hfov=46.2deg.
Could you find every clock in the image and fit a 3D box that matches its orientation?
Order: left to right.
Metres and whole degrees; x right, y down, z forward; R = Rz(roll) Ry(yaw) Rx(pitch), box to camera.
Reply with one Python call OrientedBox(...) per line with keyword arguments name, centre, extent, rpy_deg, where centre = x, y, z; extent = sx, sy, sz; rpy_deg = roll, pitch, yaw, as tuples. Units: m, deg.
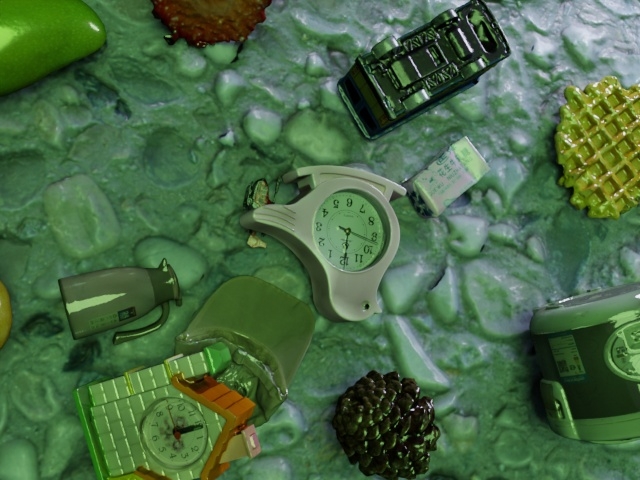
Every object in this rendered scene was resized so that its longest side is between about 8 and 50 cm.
OrientedBox(name="clock", centre=(-0.237, 0.300, 1.204), extent=(0.255, 0.106, 0.220), rpy_deg=(-19, 86, 15))
OrientedBox(name="clock", centre=(0.000, 0.000, 1.355), extent=(0.290, 0.080, 0.275), rpy_deg=(12, 79, -20))

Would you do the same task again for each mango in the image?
OrientedBox(name="mango", centre=(-0.533, -0.336, 1.252), extent=(0.343, 0.156, 0.192), rpy_deg=(-12, 86, -16))

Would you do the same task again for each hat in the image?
OrientedBox(name="hat", centre=(-0.129, 0.200, 1.324), extent=(0.214, 0.149, 0.245), rpy_deg=(30, 41, 9))

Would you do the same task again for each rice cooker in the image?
OrientedBox(name="rice cooker", centre=(0.540, 0.228, 1.377), extent=(0.288, 0.288, 0.277), rpy_deg=(-13, 85, -15))

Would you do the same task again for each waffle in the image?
OrientedBox(name="waffle", centre=(0.626, -0.194, 1.568), extent=(0.311, 0.060, 0.307), rpy_deg=(-2, 84, -12))

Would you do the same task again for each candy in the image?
OrientedBox(name="candy", centre=(0.240, -0.123, 1.455), extent=(0.160, 0.073, 0.092), rpy_deg=(-40, 97, -16))

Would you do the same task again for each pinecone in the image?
OrientedBox(name="pinecone", centre=(0.121, 0.329, 1.303), extent=(0.179, 0.184, 0.204), rpy_deg=(-32, 112, 24))

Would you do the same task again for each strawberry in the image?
OrientedBox(name="strawberry", centre=(-0.203, -0.480, 1.367), extent=(0.233, 0.234, 0.178), rpy_deg=(2, 50, -13))

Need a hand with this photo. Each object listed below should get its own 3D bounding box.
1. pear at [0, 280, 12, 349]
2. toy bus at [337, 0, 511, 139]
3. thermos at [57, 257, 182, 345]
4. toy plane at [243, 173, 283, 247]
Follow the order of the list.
OrientedBox(name="pear", centre=(-0.593, 0.121, 1.156), extent=(0.208, 0.209, 0.209), rpy_deg=(2, 82, -13))
OrientedBox(name="toy bus", centre=(0.194, -0.324, 1.418), extent=(0.287, 0.175, 0.138), rpy_deg=(-30, 90, -16))
OrientedBox(name="thermos", centre=(-0.333, 0.107, 1.279), extent=(0.193, 0.105, 0.137), rpy_deg=(-15, 112, -22))
OrientedBox(name="toy plane", centre=(-0.112, -0.057, 1.379), extent=(0.060, 0.037, 0.145), rpy_deg=(13, 79, -15))
